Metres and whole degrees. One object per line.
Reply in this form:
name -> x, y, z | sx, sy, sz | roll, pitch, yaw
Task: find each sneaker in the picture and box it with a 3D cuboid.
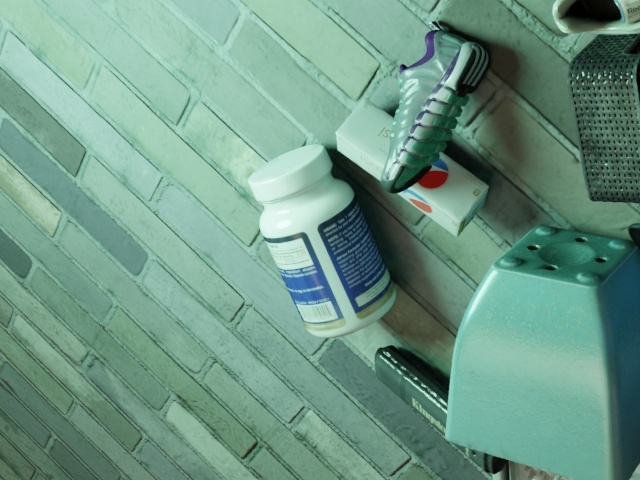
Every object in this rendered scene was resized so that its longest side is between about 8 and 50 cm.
sneaker -> 0.384, -0.266, 1.187 | 0.297, 0.129, 0.111 | -10, 111, 42
sneaker -> 0.128, -0.173, 1.474 | 0.098, 0.083, 0.223 | 39, 106, 27

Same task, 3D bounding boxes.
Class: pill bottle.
pill bottle -> 0.000, 0.000, 1.684 | 0.153, 0.153, 0.264 | -6, 115, 42

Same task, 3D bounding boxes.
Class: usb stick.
usb stick -> 0.182, 0.259, 1.745 | 0.278, 0.045, 0.077 | 38, 141, 40

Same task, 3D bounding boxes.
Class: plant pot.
plant pot -> 0.320, 0.127, 1.457 | 0.247, 0.248, 0.252 | 12, 120, 33

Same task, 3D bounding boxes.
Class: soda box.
soda box -> 0.125, -0.101, 1.549 | 0.216, 0.069, 0.074 | 37, 170, 12

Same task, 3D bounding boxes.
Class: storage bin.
storage bin -> 0.359, -0.143, 1.302 | 0.084, 0.122, 0.180 | 5, 123, 37

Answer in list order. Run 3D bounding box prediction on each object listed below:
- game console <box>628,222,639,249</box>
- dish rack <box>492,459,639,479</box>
game console -> 0.467, 0.134, 1.295 | 0.293, 0.250, 0.173 | 48, 139, -13
dish rack -> 0.400, 0.384, 1.696 | 0.285, 0.072, 0.333 | 13, 127, 32
